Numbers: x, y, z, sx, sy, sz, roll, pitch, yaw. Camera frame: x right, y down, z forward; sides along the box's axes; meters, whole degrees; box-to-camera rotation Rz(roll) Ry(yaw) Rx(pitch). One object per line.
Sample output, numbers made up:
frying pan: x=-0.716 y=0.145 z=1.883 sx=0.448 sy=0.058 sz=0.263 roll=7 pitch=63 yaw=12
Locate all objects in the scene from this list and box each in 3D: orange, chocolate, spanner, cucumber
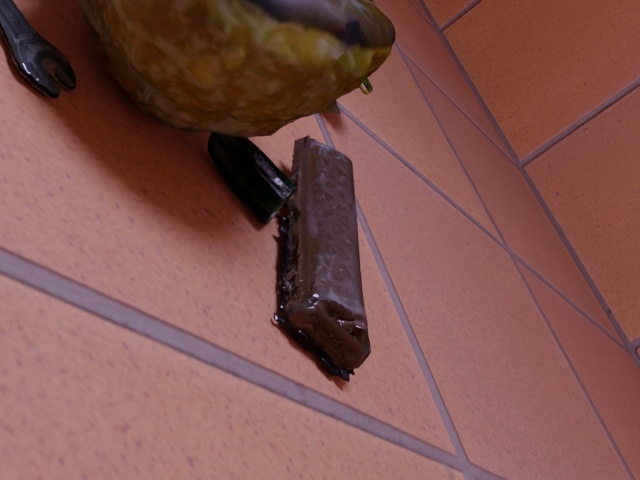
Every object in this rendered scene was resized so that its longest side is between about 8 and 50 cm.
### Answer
orange: x=-0.085 y=-0.211 z=0.849 sx=0.271 sy=0.210 sz=0.368 roll=20 pitch=29 yaw=-17
chocolate: x=0.007 y=-0.001 z=0.936 sx=0.102 sy=0.065 sz=0.329 roll=44 pitch=23 yaw=-26
spanner: x=-0.286 y=-0.232 z=0.730 sx=0.302 sy=0.017 sz=0.071 roll=54 pitch=19 yaw=1
cucumber: x=-0.071 y=-0.066 z=0.896 sx=0.105 sy=0.048 sz=0.048 roll=47 pitch=20 yaw=-9

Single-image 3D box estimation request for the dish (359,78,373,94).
dish: x=-0.006 y=-0.264 z=1.341 sx=0.149 sy=0.080 sz=0.207 roll=29 pitch=28 yaw=-57
